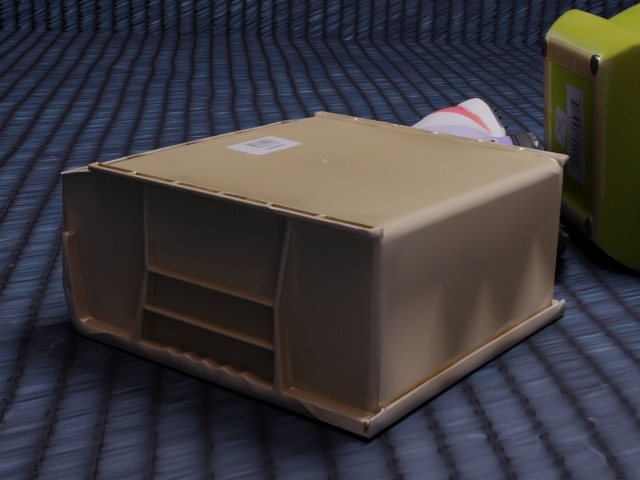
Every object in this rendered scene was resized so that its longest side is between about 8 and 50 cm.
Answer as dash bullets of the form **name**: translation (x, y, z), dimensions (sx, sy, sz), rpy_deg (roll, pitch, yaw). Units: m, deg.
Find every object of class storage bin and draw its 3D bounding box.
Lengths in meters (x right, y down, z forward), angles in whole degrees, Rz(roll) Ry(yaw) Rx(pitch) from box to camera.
- **storage bin**: translation (0.000, 0.000, 0.791), dimensions (0.260, 0.123, 0.262), rpy_deg (14, 21, 34)

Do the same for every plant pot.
- **plant pot**: translation (0.315, -0.099, 0.996), dimensions (0.207, 0.228, 0.227), rpy_deg (-5, 19, -5)

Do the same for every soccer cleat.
- **soccer cleat**: translation (0.136, -0.049, 1.033), dimensions (0.116, 0.108, 0.318), rpy_deg (-19, 20, 1)
